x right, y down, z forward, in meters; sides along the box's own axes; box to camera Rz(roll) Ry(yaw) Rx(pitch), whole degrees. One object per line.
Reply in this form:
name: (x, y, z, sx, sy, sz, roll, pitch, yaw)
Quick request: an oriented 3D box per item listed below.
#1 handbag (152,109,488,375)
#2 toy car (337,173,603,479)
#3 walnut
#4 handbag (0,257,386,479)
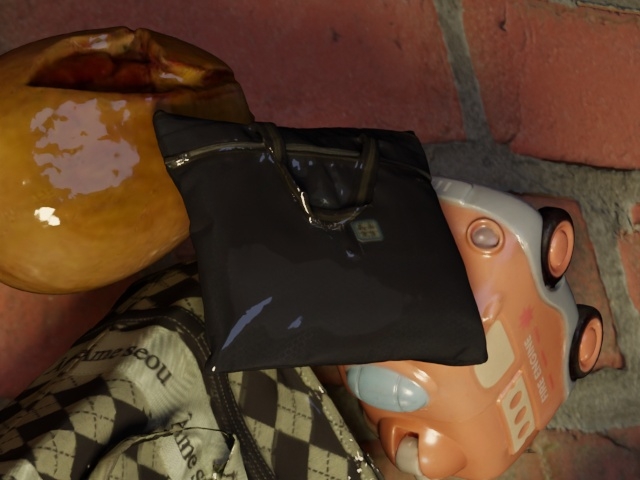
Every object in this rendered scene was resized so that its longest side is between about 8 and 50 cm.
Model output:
handbag: (0.000, 0.000, 1.390, 0.254, 0.088, 0.211, 0, 64, -34)
toy car: (0.108, 0.084, 1.562, 0.212, 0.180, 0.270, -57, 143, -31)
walnut: (-0.172, -0.067, 1.454, 0.298, 0.203, 0.203, -16, 79, -43)
handbag: (-0.136, 0.252, 1.344, 0.416, 0.180, 0.317, -47, 112, -42)
